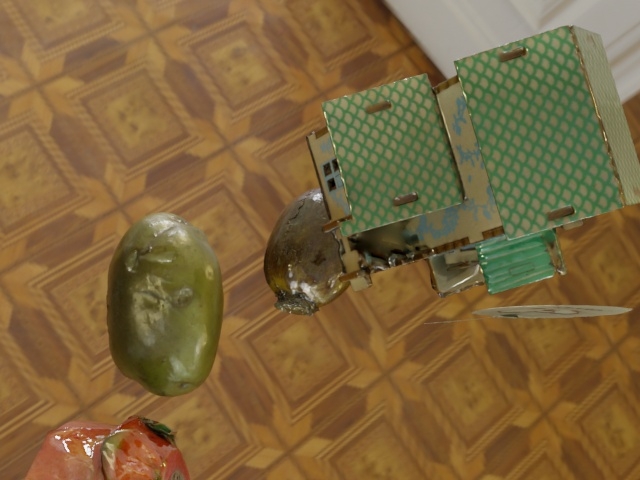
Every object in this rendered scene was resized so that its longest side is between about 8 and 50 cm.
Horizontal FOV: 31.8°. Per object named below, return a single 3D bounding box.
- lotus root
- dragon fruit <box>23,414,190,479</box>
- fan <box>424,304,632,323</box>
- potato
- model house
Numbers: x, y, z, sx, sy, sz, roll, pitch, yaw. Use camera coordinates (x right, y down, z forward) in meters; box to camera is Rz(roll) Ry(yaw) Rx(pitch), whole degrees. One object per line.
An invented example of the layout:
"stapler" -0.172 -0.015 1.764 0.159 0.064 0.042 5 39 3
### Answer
"lotus root" 0.000 0.000 1.376 0.120 0.120 0.210 32 59 -14
"dragon fruit" -0.252 0.355 1.406 0.189 0.291 0.291 2 65 6
"fan" 0.235 0.091 1.399 0.190 0.329 0.009 5 81 -33
"potato" -0.214 0.086 1.517 0.148 0.197 0.228 7 107 -28
"model house" 0.146 -0.057 0.838 0.271 0.206 0.178 -11 83 -28
